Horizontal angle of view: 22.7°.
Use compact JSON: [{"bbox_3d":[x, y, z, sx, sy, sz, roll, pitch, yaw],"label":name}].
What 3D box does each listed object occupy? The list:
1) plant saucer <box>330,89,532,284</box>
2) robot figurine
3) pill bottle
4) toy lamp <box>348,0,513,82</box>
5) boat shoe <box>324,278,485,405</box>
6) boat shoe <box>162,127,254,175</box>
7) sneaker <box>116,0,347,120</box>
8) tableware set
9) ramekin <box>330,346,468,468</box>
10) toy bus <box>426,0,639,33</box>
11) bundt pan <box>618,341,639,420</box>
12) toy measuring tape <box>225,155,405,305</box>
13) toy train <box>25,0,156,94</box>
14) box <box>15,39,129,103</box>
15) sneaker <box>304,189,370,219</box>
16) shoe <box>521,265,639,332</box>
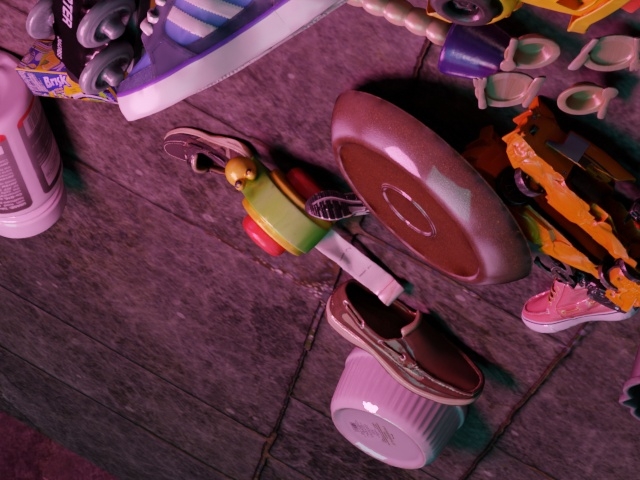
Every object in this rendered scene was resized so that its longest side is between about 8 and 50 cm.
[{"bbox_3d":[0.118,-0.049,1.892,0.310,0.050,0.310,42,166,13],"label":"plant saucer"},{"bbox_3d":[0.301,-0.028,1.793,0.291,0.085,0.211,39,153,-13],"label":"robot figurine"},{"bbox_3d":[-0.470,-0.135,2.337,0.161,0.161,0.283,22,152,19],"label":"pill bottle"},{"bbox_3d":[0.077,-0.243,1.674,0.275,0.080,0.080,28,153,13],"label":"toy lamp"},{"bbox_3d":[0.124,0.143,2.266,0.257,0.095,0.095,30,148,4],"label":"boat shoe"},{"bbox_3d":[-0.161,-0.117,2.166,0.152,0.049,0.056,9,146,39],"label":"boat shoe"},{"bbox_3d":[-0.123,-0.289,1.622,0.323,0.130,0.236,-28,95,27],"label":"sneaker"},{"bbox_3d":[0.240,-0.167,1.612,0.169,0.020,0.141,2,152,-7],"label":"tableware set"},{"bbox_3d":[0.114,0.263,2.461,0.207,0.109,0.207,25,153,13],"label":"ramekin"},{"bbox_3d":[0.228,-0.258,1.440,0.211,0.149,0.220,22,159,-17],"label":"toy bus"},{"bbox_3d":[0.500,0.137,1.751,0.331,0.124,0.331,9,160,3],"label":"bundt pan"},{"bbox_3d":[0.000,0.000,2.122,0.330,0.121,0.121,40,153,-25],"label":"toy measuring tape"},{"bbox_3d":[-0.222,-0.301,1.761,0.142,0.190,0.334,45,154,16],"label":"toy train"},{"bbox_3d":[-0.327,-0.227,2.141,0.169,0.059,0.054,10,147,37],"label":"box"},{"bbox_3d":[0.031,-0.044,2.052,0.109,0.040,0.044,-5,169,-15],"label":"sneaker"},{"bbox_3d":[0.307,0.062,1.971,0.178,0.063,0.081,-11,130,47],"label":"shoe"}]
